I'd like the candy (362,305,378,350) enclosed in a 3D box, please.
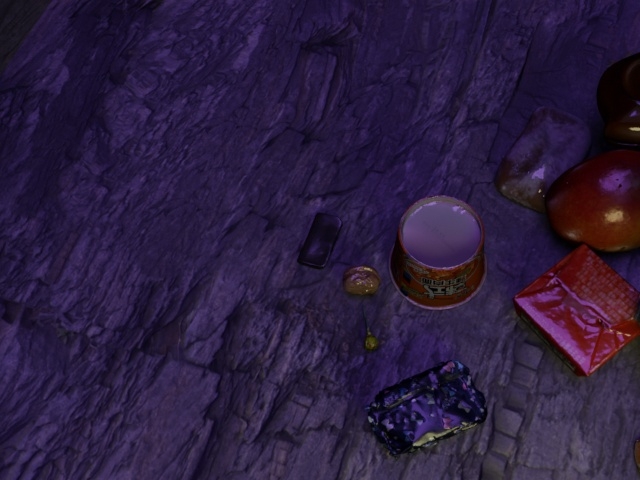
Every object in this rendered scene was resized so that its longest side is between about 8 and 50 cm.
[{"bbox_3d":[0.115,0.214,1.594,0.035,0.035,0.122,-6,54,-8],"label":"candy"}]

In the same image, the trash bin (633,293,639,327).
[{"bbox_3d":[0.891,0.195,1.358,0.368,0.256,0.295,-17,87,-21],"label":"trash bin"}]

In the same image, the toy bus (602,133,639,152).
[{"bbox_3d":[0.841,-0.245,1.663,0.142,0.142,0.202,-34,64,-10],"label":"toy bus"}]

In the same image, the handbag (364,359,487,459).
[{"bbox_3d":[0.235,0.372,1.452,0.260,0.113,0.162,-23,70,-6],"label":"handbag"}]

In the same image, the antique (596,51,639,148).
[{"bbox_3d":[0.780,-0.347,1.570,0.224,0.129,0.278,28,70,26],"label":"antique"}]

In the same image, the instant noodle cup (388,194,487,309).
[{"bbox_3d":[0.288,0.020,1.572,0.251,0.192,0.250,-3,64,5],"label":"instant noodle cup"}]

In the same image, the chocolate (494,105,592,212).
[{"bbox_3d":[0.592,-0.231,1.717,0.185,0.100,0.303,27,69,23],"label":"chocolate"}]

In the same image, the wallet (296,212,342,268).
[{"bbox_3d":[0.000,0.000,1.715,0.082,0.018,0.156,14,66,14],"label":"wallet"}]

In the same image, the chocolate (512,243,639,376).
[{"bbox_3d":[0.603,0.167,1.511,0.235,0.108,0.237,-36,67,-12],"label":"chocolate"}]

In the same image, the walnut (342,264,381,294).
[{"bbox_3d":[0.103,0.098,1.621,0.096,0.082,0.079,0,34,-1],"label":"walnut"}]

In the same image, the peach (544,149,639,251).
[{"bbox_3d":[0.686,-0.101,1.564,0.275,0.245,0.248,-7,54,5],"label":"peach"}]

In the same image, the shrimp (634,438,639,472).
[{"bbox_3d":[0.745,0.448,1.383,0.133,0.051,0.187,23,65,18],"label":"shrimp"}]
